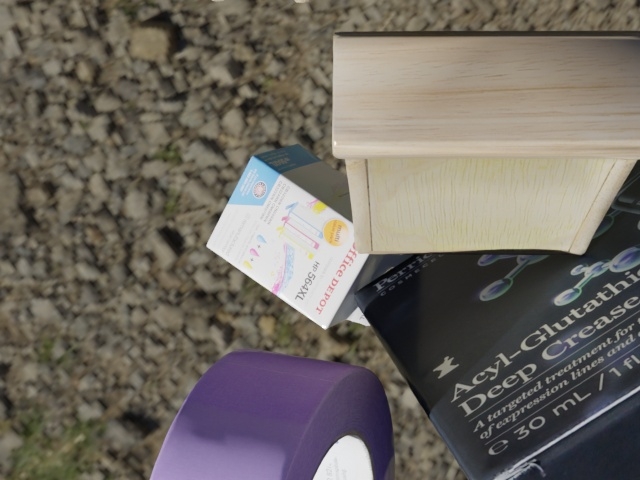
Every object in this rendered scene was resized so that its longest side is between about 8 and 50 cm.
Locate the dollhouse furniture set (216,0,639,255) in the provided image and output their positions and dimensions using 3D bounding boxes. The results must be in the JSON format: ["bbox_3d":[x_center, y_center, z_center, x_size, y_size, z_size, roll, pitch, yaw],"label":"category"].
[{"bbox_3d":[0.096,-0.209,0.941,0.362,0.256,0.394,0,77,2],"label":"dollhouse furniture set"}]

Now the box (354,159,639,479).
[{"bbox_3d":[0.229,0.094,1.049,0.293,0.395,0.212,-33,107,0],"label":"box"}]

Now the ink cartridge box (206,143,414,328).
[{"bbox_3d":[0.000,0.000,1.234,0.143,0.090,0.092,34,110,16],"label":"ink cartridge box"}]

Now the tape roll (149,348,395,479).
[{"bbox_3d":[-0.032,0.215,1.030,0.090,0.275,0.275,8,111,20],"label":"tape roll"}]
